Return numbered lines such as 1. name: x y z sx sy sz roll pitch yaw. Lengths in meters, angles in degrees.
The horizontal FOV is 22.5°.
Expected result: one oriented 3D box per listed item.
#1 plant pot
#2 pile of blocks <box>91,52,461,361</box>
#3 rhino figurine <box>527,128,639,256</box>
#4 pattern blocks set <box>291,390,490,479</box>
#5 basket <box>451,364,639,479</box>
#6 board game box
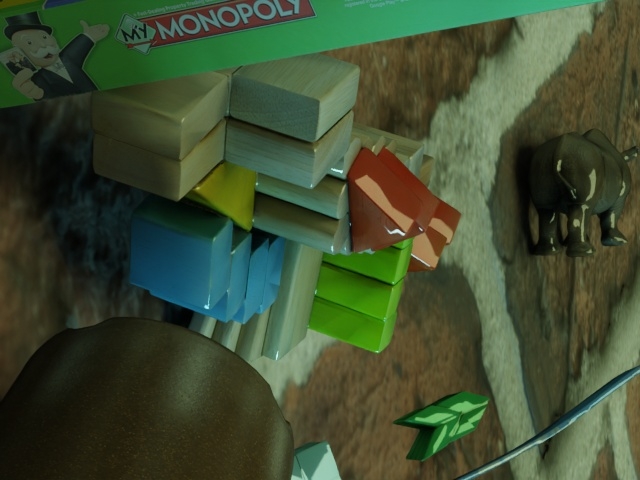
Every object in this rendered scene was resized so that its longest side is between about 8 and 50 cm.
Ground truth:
1. plant pot: -0.087 0.127 0.627 0.165 0.167 0.167 -74 148 -54
2. pile of blocks: 0.000 0.000 0.794 0.362 0.112 0.149 23 86 -73
3. rhino figurine: 0.244 -0.047 1.448 0.243 0.073 0.106 -12 99 -66
4. pattern blocks set: 0.081 0.255 0.935 0.285 0.026 0.325 -9 85 -33
5. basket: 0.223 0.256 1.132 0.254 0.201 0.289 -28 83 -26
6. board game box: -0.001 -0.149 0.658 0.046 0.317 0.213 65 31 -33
